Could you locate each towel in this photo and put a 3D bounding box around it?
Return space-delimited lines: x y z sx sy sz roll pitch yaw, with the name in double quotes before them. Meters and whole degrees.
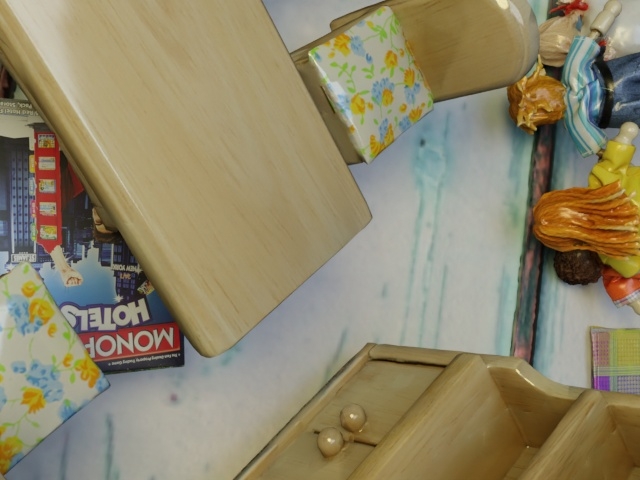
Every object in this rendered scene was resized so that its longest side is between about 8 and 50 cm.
"towel" 0.236 0.109 0.711 0.060 0.009 0.083 2 86 -28

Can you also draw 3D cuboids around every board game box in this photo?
"board game box" -0.173 0.024 0.472 0.194 0.060 0.194 0 89 -32

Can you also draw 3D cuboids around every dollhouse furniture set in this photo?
"dollhouse furniture set" 0.000 0.000 0.397 0.362 0.257 0.394 -42 113 -32

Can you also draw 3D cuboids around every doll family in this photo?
"doll family" 0.219 -0.075 0.639 0.163 0.118 0.262 -6 87 6
